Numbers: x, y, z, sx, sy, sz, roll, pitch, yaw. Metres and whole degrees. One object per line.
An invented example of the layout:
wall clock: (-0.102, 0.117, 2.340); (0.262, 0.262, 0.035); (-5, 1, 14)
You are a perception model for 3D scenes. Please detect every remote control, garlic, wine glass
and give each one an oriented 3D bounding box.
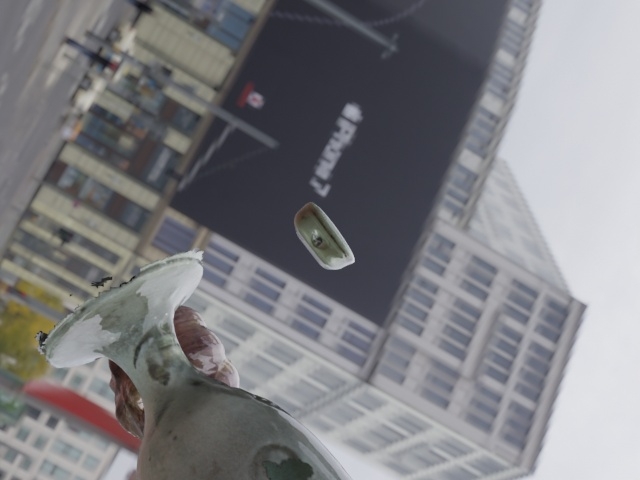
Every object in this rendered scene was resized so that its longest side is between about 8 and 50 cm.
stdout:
remote control: (0.001, 0.000, 1.548); (0.038, 0.090, 0.309); (-38, 179, -2)
garlic: (-0.240, 0.220, 1.918); (0.160, 0.245, 0.245); (-12, 148, -48)
wine glass: (-0.091, 0.193, 1.097); (0.190, 0.357, 0.190); (-31, 163, -11)
